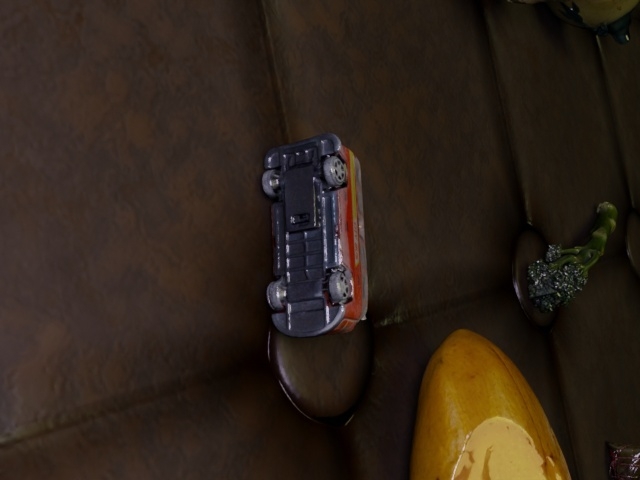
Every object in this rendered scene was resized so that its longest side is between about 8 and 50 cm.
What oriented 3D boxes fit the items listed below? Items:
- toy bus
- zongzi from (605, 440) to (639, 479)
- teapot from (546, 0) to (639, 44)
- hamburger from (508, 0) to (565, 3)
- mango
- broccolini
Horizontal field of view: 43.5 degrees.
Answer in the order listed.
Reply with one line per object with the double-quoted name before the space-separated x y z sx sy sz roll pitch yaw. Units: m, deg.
"toy bus" 0.000 0.000 0.707 0.077 0.079 0.174 17 67 -59
"zongzi" 0.462 0.353 1.206 0.073 0.067 0.083 -49 135 -54
"teapot" 0.444 -0.447 1.350 0.269 0.173 0.182 56 3 6
"hamburger" 0.324 -0.458 1.134 0.133 0.211 0.308 24 66 -21
"mango" 0.166 0.220 0.807 0.187 0.138 0.256 15 63 -30
"broccolini" 0.391 0.005 1.227 0.074 0.079 0.392 61 32 -4
